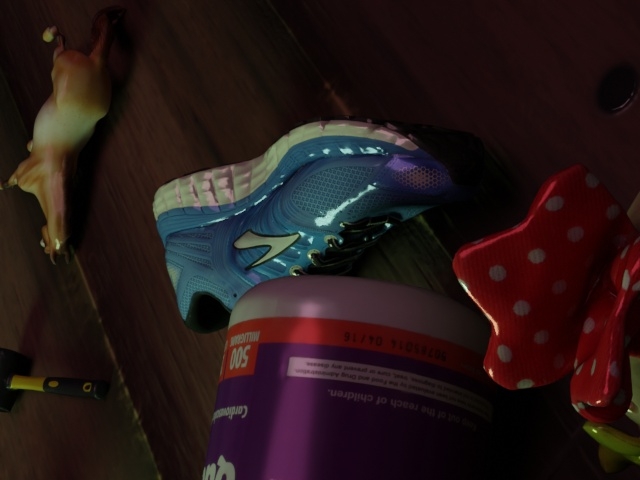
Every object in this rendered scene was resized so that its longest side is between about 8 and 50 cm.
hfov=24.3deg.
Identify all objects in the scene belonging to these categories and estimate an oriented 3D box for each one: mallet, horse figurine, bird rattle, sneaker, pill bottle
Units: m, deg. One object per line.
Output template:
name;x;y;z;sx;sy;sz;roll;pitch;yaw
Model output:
mallet;-0.264;0.129;1.429;0.190;0.039;0.062;-10;62;43
horse figurine;-0.266;-0.124;1.530;0.174;0.066;0.263;31;99;58
bird rattle;0.184;0.034;0.770;0.143;0.253;0.207;11;57;52
sneaker;0.000;0.000;1.118;0.330;0.130;0.147;-20;71;48
pill bottle;0.008;0.194;0.936;0.181;0.182;0.322;-11;64;48
